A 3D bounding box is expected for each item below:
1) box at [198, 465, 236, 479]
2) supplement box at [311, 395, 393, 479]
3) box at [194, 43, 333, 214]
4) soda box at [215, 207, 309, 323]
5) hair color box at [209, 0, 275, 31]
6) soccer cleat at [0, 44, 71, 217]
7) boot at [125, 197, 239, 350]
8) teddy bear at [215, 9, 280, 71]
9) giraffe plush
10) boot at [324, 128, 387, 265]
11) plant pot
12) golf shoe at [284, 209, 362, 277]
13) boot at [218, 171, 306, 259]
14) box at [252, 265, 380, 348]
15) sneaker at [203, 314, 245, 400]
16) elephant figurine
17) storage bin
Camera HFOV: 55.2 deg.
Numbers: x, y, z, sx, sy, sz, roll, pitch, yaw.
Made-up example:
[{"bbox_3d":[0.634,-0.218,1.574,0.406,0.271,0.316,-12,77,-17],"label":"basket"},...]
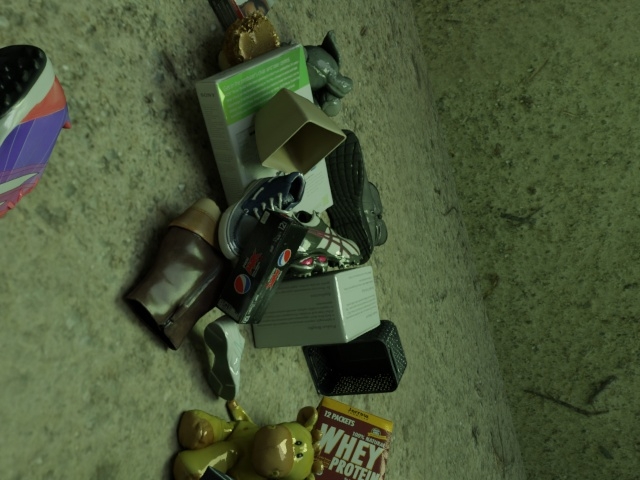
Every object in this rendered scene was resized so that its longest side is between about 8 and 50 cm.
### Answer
[{"bbox_3d":[-0.076,0.490,0.709,0.312,0.179,0.343,-57,137,-18],"label":"box"},{"bbox_3d":[0.016,0.405,1.023,0.191,0.129,0.194,-71,-177,-47],"label":"supplement box"},{"bbox_3d":[-0.087,-0.160,1.093,0.232,0.059,0.321,-40,129,-43],"label":"box"},{"bbox_3d":[-0.086,0.040,0.907,0.168,0.053,0.060,-62,154,7],"label":"soda box"},{"bbox_3d":[-0.152,-0.477,1.219,0.093,0.053,0.167,61,32,-35],"label":"hair color box"},{"bbox_3d":[-0.341,-0.056,0.612,0.116,0.109,0.318,79,19,-54],"label":"soccer cleat"},{"bbox_3d":[-0.179,0.081,0.944,0.206,0.090,0.248,-64,142,-32],"label":"boot"},{"bbox_3d":[-0.107,-0.261,1.183,0.338,0.113,0.245,51,55,-46],"label":"teddy bear"},{"bbox_3d":[-0.087,0.321,0.901,0.210,0.171,0.181,-7,87,-65],"label":"giraffe plush"},{"bbox_3d":[0.086,-0.121,1.535,0.223,0.118,0.338,-44,131,-64],"label":"boot"},{"bbox_3d":[-0.045,-0.181,0.995,0.109,0.109,0.096,9,47,-55],"label":"plant pot"},{"bbox_3d":[0.000,0.000,1.120,0.273,0.105,0.120,-4,86,-66],"label":"golf shoe"},{"bbox_3d":[-0.087,-0.047,0.950,0.069,0.086,0.190,59,33,-29],"label":"boot"},{"bbox_3d":[-0.008,0.121,1.132,0.182,0.181,0.119,-7,88,-65],"label":"box"},{"bbox_3d":[-0.139,0.180,0.944,0.061,0.054,0.152,-42,140,-54],"label":"sneaker"},{"bbox_3d":[-0.017,-0.395,1.391,0.170,0.186,0.239,16,42,-15],"label":"elephant figurine"},{"bbox_3d":[0.073,0.241,1.256,0.084,0.180,0.122,-46,122,-61],"label":"storage bin"}]
